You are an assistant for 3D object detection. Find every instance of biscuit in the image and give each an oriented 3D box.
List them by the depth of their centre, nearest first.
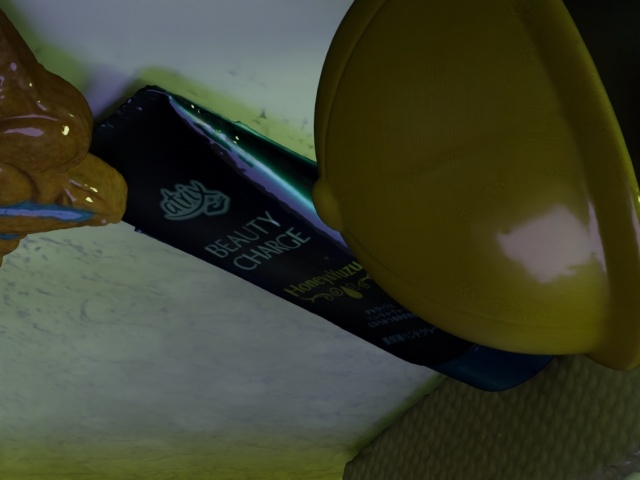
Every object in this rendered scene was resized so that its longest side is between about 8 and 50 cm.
[{"bbox_3d":[-0.180,-0.052,0.801,0.183,0.043,0.280,7,152,-1],"label":"biscuit"},{"bbox_3d":[0.118,0.131,1.022,0.079,0.144,0.426,11,152,-18],"label":"biscuit"}]

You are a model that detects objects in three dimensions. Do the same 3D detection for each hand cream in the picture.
[{"bbox_3d":[0.000,0.000,0.888,0.271,0.061,0.120,27,149,-25],"label":"hand cream"}]

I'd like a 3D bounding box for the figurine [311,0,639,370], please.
[{"bbox_3d":[0.123,-0.034,0.674,0.257,0.167,0.192,8,179,-16],"label":"figurine"}]
